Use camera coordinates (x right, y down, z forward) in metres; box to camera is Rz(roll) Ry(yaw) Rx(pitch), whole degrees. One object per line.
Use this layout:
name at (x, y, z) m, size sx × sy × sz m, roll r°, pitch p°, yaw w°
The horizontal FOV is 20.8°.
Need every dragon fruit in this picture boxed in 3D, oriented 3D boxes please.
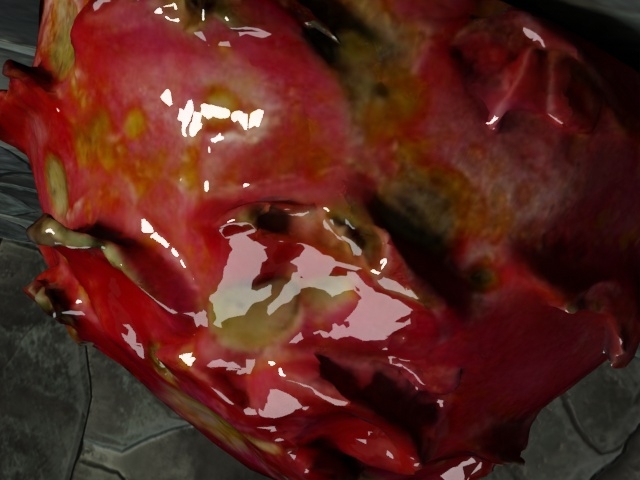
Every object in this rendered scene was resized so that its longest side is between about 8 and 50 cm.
dragon fruit at (0.000, 0.000, 0.895) m, size 0.371 × 0.249 × 0.386 m, roll 22°, pitch 169°, yaw -21°
